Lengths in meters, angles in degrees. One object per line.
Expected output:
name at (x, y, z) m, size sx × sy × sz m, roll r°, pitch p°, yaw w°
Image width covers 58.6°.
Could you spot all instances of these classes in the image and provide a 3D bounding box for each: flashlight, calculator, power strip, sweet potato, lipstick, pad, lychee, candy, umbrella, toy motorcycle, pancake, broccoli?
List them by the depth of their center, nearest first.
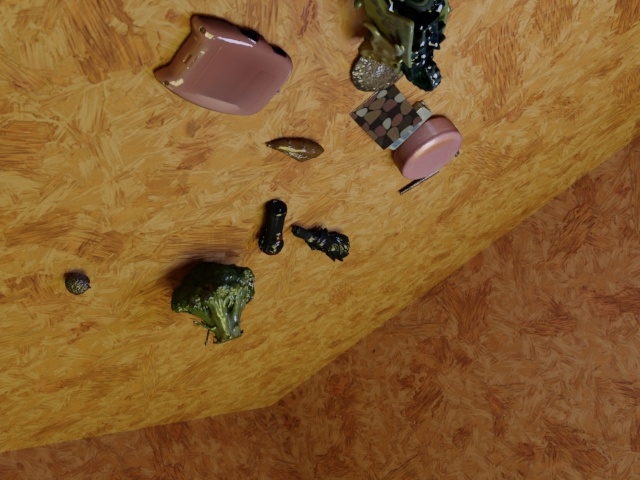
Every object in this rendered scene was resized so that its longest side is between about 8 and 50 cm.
toy motorcycle at (0.176, -0.495, 1.271) m, size 0.168 × 0.237 × 0.410 m, roll -43°, pitch 158°, yaw -5°
calculator at (-0.198, -0.380, 1.303) m, size 0.220 × 0.048 × 0.329 m, roll -45°, pitch 153°, yaw 26°
pancake at (0.169, -0.476, 1.545) m, size 0.199 × 0.021 × 0.199 m, roll -24°, pitch 154°, yaw -13°
sweet potato at (-0.066, -0.263, 1.650) m, size 0.205 × 0.060 × 0.068 m, roll 5°, pitch 100°, yaw -36°
lychee at (-0.712, 0.129, 1.676) m, size 0.067 × 0.068 × 0.083 m, roll -57°, pitch 136°, yaw -9°
pad at (0.205, -0.376, 1.744) m, size 0.158 × 0.003 × 0.235 m, roll -37°, pitch 144°, yaw 16°
power strip at (0.274, -0.369, 1.842) m, size 0.192 × 0.035 × 0.081 m, roll -42°, pitch 150°, yaw 23°
flashlight at (-0.155, -0.042, 1.931) m, size 0.092 × 0.093 × 0.232 m, roll -18°, pitch 152°, yaw -24°
broccoli at (-0.367, 0.213, 1.958) m, size 0.303 × 0.284 × 0.321 m, roll -22°, pitch 172°, yaw 18°
candy at (0.375, -0.314, 1.972) m, size 0.255 × 0.095 × 0.255 m, roll -26°, pitch 156°, yaw -12°
umbrella at (0.000, 0.000, 2.179) m, size 0.118 × 0.118 × 0.340 m, roll -40°, pitch 147°, yaw 21°
lipstick at (0.383, -0.230, 2.228) m, size 0.176 × 0.027 × 0.027 m, roll -33°, pitch 155°, yaw 8°
